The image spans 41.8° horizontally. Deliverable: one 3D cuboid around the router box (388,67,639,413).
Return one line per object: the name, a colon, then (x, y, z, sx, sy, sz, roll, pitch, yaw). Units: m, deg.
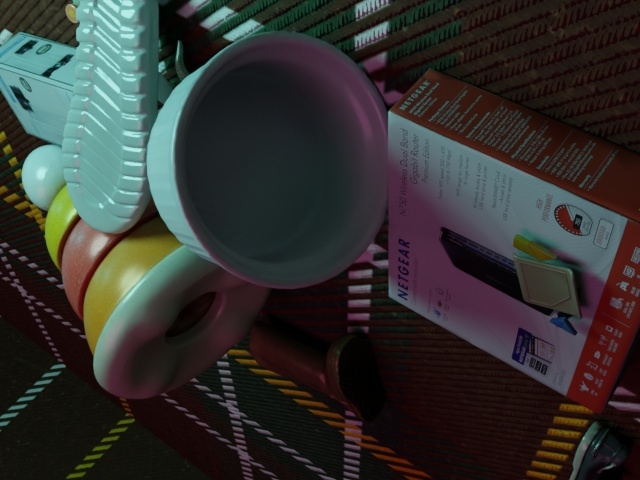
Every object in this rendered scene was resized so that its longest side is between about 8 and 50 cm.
router box: (0.220, 0.012, 0.925, 0.301, 0.082, 0.336, 28, 149, 25)

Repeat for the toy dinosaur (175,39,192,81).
toy dinosaur: (-0.083, -0.142, 1.101, 0.160, 0.121, 0.314, 5, 131, 32)

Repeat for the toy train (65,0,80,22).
toy train: (-0.358, -0.371, 1.172, 0.166, 0.046, 0.125, 48, 152, -9)

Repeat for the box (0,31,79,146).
box: (-0.412, -0.233, 1.388, 0.289, 0.087, 0.169, 21, 146, 34)

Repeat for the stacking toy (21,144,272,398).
stacking toy: (-0.337, -0.006, 1.416, 0.480, 0.350, 0.351, 43, 154, 24)

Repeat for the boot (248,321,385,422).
boot: (-0.027, 0.210, 1.514, 0.269, 0.089, 0.236, 23, 146, 34)

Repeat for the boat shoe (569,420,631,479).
boat shoe: (0.388, 0.335, 1.169, 0.065, 0.075, 0.206, 28, 144, 31)

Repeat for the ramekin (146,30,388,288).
ramekin: (-0.062, -0.088, 0.958, 0.277, 0.277, 0.135, 54, 157, -21)

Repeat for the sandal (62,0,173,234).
sandal: (-0.264, -0.192, 1.167, 0.169, 0.102, 0.416, 30, 124, 24)

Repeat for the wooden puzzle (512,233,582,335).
wooden puzzle: (0.232, 0.044, 0.853, 0.078, 0.014, 0.116, 26, 148, 37)
